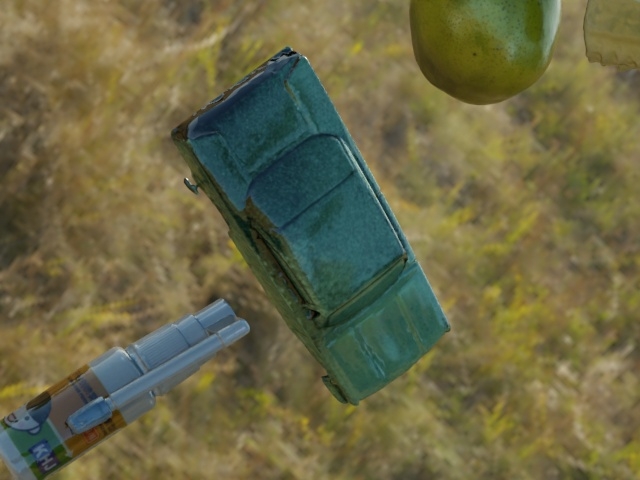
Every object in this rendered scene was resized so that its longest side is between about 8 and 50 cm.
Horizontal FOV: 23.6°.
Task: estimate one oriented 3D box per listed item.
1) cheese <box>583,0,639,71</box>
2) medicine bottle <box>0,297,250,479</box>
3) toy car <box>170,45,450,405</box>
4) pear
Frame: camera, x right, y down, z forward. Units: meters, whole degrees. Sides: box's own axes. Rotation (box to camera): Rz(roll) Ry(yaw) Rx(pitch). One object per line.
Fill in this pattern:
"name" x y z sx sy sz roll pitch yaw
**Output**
"cheese" 0.378 -0.241 1.675 0.167 0.123 0.094 13 27 28
"medicine bottle" -0.159 0.120 1.240 0.061 0.220 0.092 60 -14 -11
"toy car" 0.000 0.000 1.351 0.321 0.141 0.097 59 -16 -26
"pear" 0.193 -0.258 1.815 0.198 0.198 0.198 31 29 -19
